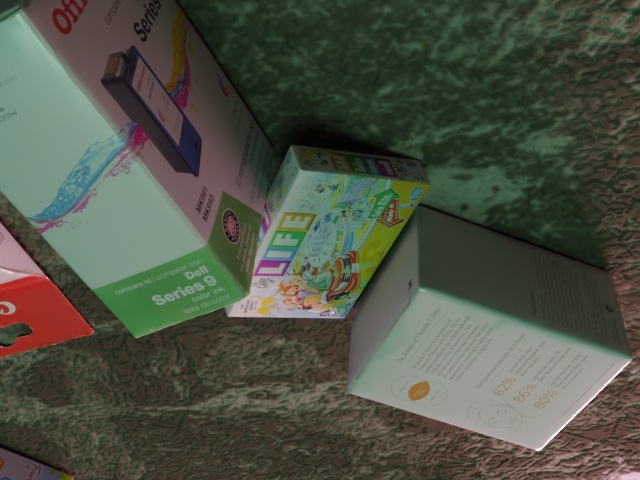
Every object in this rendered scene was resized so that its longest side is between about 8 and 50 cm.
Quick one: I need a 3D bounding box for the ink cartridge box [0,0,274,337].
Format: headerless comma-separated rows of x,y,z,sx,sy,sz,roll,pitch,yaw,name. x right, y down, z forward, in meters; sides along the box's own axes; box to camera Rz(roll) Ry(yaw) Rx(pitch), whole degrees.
-0.123,-0.072,0.522,0.093,0.154,0.212,-20,126,21,ink cartridge box

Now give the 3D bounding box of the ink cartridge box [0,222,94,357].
-0.326,0.039,0.714,0.181,0.056,0.225,-15,126,19,ink cartridge box

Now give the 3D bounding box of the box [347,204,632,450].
0.124,0.070,0.664,0.170,0.091,0.130,19,131,-11,box

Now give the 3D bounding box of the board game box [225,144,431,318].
0.000,0.000,0.634,0.103,0.026,0.154,4,136,-27,board game box

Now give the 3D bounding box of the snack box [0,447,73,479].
-0.397,0.279,0.921,0.207,0.070,0.174,30,128,-18,snack box
